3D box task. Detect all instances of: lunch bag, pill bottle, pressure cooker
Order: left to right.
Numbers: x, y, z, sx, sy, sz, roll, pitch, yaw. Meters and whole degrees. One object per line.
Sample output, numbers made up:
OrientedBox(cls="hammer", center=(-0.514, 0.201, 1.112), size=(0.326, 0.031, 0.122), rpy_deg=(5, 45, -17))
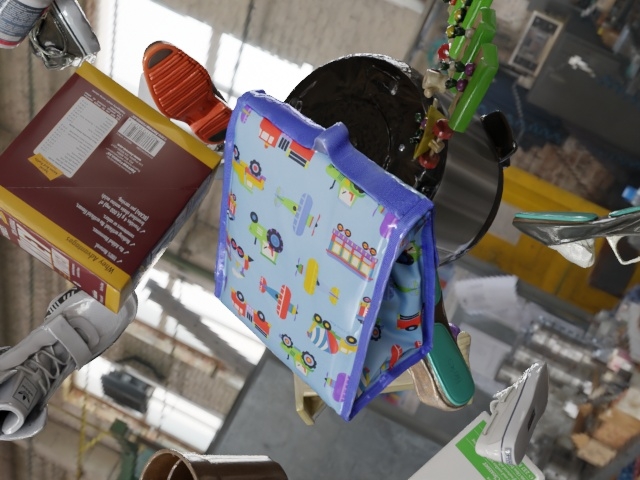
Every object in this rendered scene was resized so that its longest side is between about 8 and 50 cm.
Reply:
OrientedBox(cls="pill bottle", center=(-0.524, -0.428, 1.507), size=(0.180, 0.108, 0.108), rpy_deg=(-37, 12, 34))
OrientedBox(cls="lunch bag", center=(0.000, 0.000, 0.855), size=(0.138, 0.221, 0.293), rpy_deg=(-36, -31, -26))
OrientedBox(cls="pressure cooker", center=(0.139, -0.123, 1.648), size=(0.420, 0.370, 0.375), rpy_deg=(15, -84, -56))

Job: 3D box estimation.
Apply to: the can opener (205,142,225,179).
OrientedBox(cls="can opener", center=(-0.291, -0.142, 1.723), size=(0.076, 0.284, 0.095), rpy_deg=(-87, -14, -53))

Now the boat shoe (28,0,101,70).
OrientedBox(cls="boat shoe", center=(-0.505, -0.387, 1.696), size=(0.119, 0.121, 0.335), rpy_deg=(-28, 1, -13))

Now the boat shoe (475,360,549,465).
OrientedBox(cls="boat shoe", center=(0.368, 0.321, 1.655), size=(0.267, 0.088, 0.096), rpy_deg=(-52, -44, -44))

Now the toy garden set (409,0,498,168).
OrientedBox(cls="toy garden set", center=(0.165, -0.235, 1.134), size=(0.203, 0.049, 0.244), rpy_deg=(113, 167, -50))

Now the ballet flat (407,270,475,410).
OrientedBox(cls="ballet flat", center=(0.145, 0.125, 1.386), size=(0.108, 0.316, 0.106), rpy_deg=(-17, -1, -30))

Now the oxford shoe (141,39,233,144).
OrientedBox(cls="oxford shoe", center=(-0.223, -0.249, 1.399), size=(0.097, 0.098, 0.271), rpy_deg=(-33, -25, 1))

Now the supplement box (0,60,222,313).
OrientedBox(cls="supplement box", center=(-0.251, -0.056, 0.998), size=(0.194, 0.191, 0.129), rpy_deg=(-56, 3, -21))

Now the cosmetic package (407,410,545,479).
OrientedBox(cls="cosmetic package", center=(0.292, 0.574, 1.898), size=(0.365, 0.197, 0.155), rpy_deg=(-41, -25, -6))

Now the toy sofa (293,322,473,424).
OrientedBox(cls="toy sofa", center=(0.122, 0.252, 1.751), size=(0.150, 0.363, 0.177), rpy_deg=(70, -167, -67))

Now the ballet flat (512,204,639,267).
OrientedBox(cls="ballet flat", center=(0.436, -0.008, 1.339), size=(0.095, 0.280, 0.096), rpy_deg=(-11, -85, -63))

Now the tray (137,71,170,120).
OrientedBox(cls="tray", center=(-0.369, -0.250, 1.932), size=(0.145, 0.030, 0.270), rpy_deg=(-2, 82, 53))

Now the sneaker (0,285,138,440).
OrientedBox(cls="sneaker", center=(-0.468, 0.216, 1.507), size=(0.366, 0.137, 0.210), rpy_deg=(-35, 23, -2))

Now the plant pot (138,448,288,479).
OrientedBox(cls="plant pot", center=(-0.138, 0.361, 1.180), size=(0.165, 0.167, 0.167), rpy_deg=(6, -63, -42))
